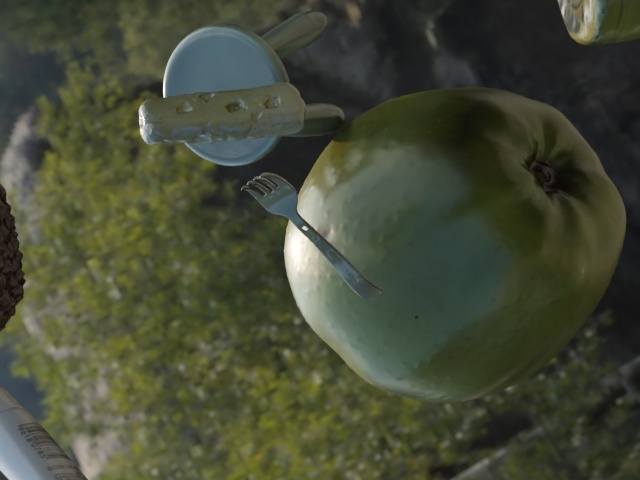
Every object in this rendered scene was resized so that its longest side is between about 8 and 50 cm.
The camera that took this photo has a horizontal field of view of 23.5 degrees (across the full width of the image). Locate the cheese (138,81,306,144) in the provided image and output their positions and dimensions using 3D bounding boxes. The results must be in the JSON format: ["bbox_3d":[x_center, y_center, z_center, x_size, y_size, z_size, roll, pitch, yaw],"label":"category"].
[{"bbox_3d":[-0.112,-0.143,1.772,0.043,0.194,0.065,103,157,-59],"label":"cheese"}]

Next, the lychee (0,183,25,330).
[{"bbox_3d":[-0.418,-0.007,1.564,0.271,0.236,0.236,50,165,-22],"label":"lychee"}]

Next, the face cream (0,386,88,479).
[{"bbox_3d":[-0.258,0.229,1.474,0.244,0.058,0.092,39,-170,32],"label":"face cream"}]

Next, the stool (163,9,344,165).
[{"bbox_3d":[-0.095,-0.218,2.164,0.195,0.199,0.195,-6,103,26],"label":"stool"}]

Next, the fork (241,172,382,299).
[{"bbox_3d":[-0.002,-0.004,1.445,0.219,0.034,0.028,42,-165,-40],"label":"fork"}]

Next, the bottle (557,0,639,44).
[{"bbox_3d":[0.339,-0.238,1.053,0.171,0.351,0.171,172,90,-89],"label":"bottle"}]

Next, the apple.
[{"bbox_3d":[0.190,-0.003,2.185,0.473,0.474,0.473,49,155,32],"label":"apple"}]
